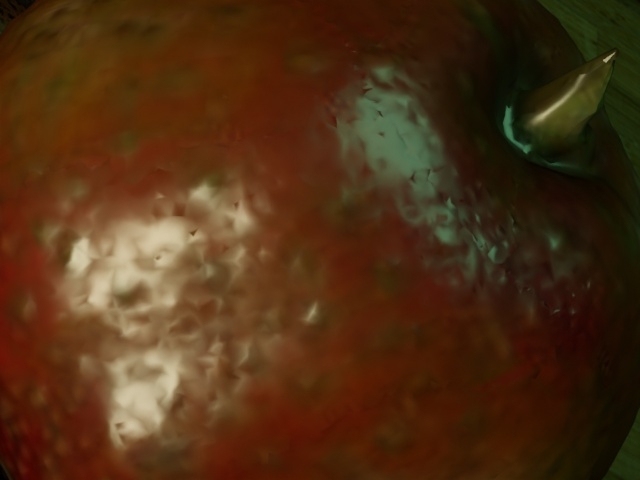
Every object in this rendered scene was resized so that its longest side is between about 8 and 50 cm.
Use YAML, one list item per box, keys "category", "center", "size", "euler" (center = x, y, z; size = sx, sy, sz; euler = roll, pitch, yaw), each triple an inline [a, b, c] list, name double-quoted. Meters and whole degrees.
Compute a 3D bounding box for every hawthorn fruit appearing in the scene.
- category: "hawthorn fruit"
  center: [0.000, 0.000, 0.915]
  size: [0.402, 0.403, 0.403]
  euler: [23, 47, -26]

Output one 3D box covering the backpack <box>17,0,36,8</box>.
- category: "backpack"
  center: [-0.179, -0.248, 1.156]
  size: [0.229, 0.139, 0.229]
  euler: [27, 44, -29]
